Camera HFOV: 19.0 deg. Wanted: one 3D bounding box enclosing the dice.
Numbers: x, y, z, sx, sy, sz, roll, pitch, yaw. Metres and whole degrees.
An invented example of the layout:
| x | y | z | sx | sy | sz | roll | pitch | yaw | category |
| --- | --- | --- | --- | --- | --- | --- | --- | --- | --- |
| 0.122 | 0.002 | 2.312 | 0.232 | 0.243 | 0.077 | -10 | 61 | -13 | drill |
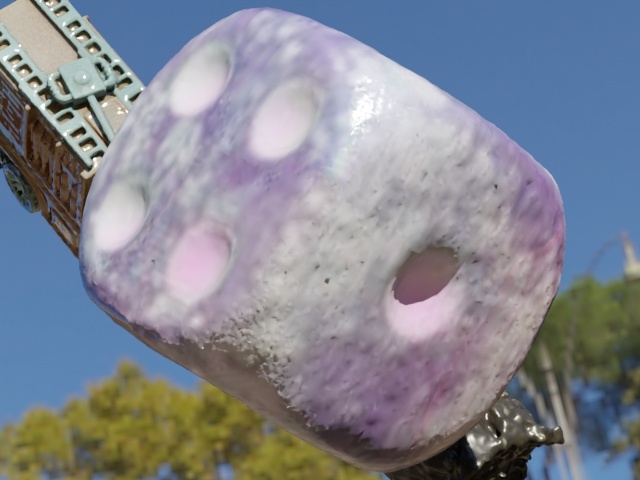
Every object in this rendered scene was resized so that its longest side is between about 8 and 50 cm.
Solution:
| x | y | z | sx | sy | sz | roll | pitch | yaw | category |
| --- | --- | --- | --- | --- | --- | --- | --- | --- | --- |
| 0.000 | 0.000 | 1.460 | 0.270 | 0.271 | 0.270 | 33 | -92 | -39 | dice |

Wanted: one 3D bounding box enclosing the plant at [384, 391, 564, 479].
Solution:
| x | y | z | sx | sy | sz | roll | pitch | yaw | category |
| --- | --- | --- | --- | --- | --- | --- | --- | --- | --- |
| 0.140 | 0.206 | 1.692 | 0.142 | 0.203 | 0.131 | -37 | -15 | -40 | plant |

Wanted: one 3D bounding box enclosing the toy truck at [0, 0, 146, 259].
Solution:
| x | y | z | sx | sy | sz | roll | pitch | yaw | category |
| --- | --- | --- | --- | --- | --- | --- | --- | --- | --- |
| -0.188 | -0.076 | 1.665 | 0.136 | 0.305 | 0.162 | -34 | -21 | -22 | toy truck |
